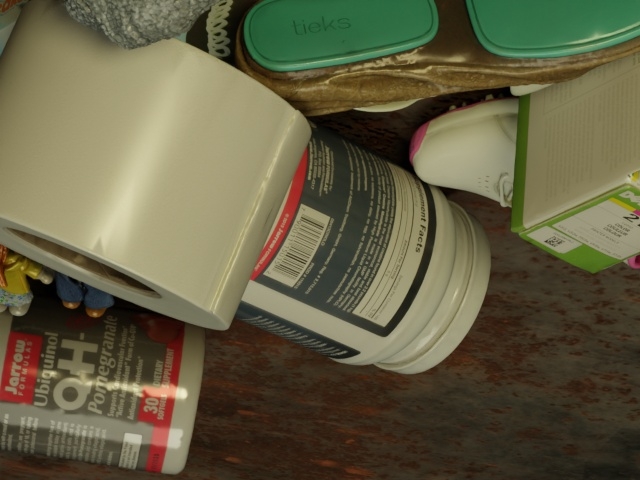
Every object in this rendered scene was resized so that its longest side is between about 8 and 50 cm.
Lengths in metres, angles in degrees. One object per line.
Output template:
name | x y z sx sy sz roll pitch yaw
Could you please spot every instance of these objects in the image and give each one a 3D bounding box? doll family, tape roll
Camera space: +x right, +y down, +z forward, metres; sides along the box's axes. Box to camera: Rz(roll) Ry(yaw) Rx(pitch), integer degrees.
doll family | -0.271 0.021 1.838 0.263 0.118 0.163 5 152 2
tape roll | -0.149 -0.055 1.398 0.246 0.169 0.246 22 171 4

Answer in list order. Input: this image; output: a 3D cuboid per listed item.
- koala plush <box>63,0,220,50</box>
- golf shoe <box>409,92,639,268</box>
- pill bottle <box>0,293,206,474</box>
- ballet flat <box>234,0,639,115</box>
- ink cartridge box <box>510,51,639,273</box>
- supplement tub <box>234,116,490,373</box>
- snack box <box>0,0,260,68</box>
koala plush | -0.141 -0.265 1.219 0.196 0.203 0.221 -11 136 29
golf shoe | 0.225 -0.049 1.585 0.306 0.140 0.115 2 154 12
pill bottle | -0.295 0.152 2.033 0.318 0.176 0.176 9 152 -7
ballet flat | 0.106 -0.150 1.405 0.342 0.116 0.124 -11 156 1
ink cartridge box | 0.270 -0.108 1.406 0.097 0.189 0.255 26 146 -31
supplement tub | 0.000 0.000 1.665 0.272 0.191 0.191 25 147 -31
snack box | -0.158 -0.170 1.516 0.322 0.060 0.187 -20 143 40
